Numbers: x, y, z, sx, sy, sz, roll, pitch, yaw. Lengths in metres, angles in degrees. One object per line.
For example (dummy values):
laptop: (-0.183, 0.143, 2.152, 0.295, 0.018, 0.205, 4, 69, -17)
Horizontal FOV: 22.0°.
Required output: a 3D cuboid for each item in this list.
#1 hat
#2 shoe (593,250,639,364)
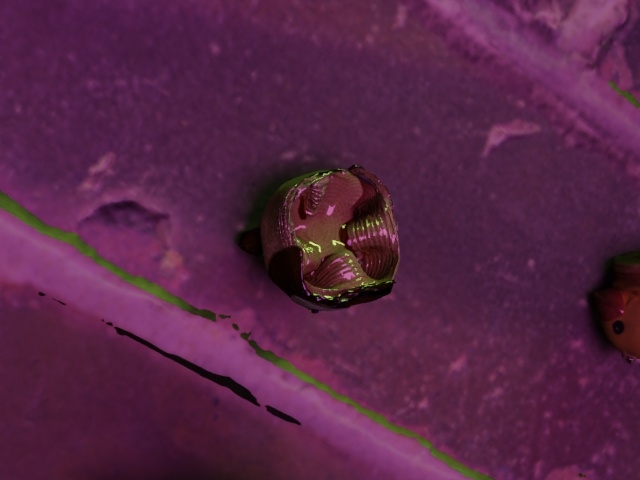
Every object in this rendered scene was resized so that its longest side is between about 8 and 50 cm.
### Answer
hat: (0.000, 0.001, 0.903, 0.077, 0.059, 0.076, -10, 89, -36)
shoe: (0.235, 0.040, 1.051, 0.109, 0.072, 0.069, -14, 102, -30)
